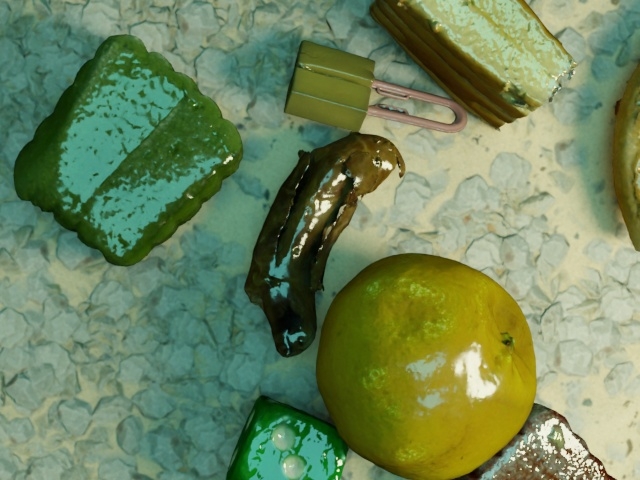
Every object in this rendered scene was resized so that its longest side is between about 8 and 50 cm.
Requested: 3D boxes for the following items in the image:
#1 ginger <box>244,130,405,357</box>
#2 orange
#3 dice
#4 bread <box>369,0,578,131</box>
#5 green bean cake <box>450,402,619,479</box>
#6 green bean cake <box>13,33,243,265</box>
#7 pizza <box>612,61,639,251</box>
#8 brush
[{"bbox_3d":[-0.010,-0.010,1.391,0.133,0.107,0.309,30,83,-2],"label":"ginger"},{"bbox_3d":[0.131,0.148,1.320,0.235,0.279,0.279,-12,90,37],"label":"orange"},{"bbox_3d":[-0.040,0.269,1.373,0.128,0.131,0.120,23,85,-3],"label":"dice"},{"bbox_3d":[0.183,-0.250,1.348,0.246,0.239,0.111,43,90,-5],"label":"bread"},{"bbox_3d":[0.275,0.336,1.405,0.198,0.097,0.233,-46,104,-7],"label":"green bean cake"},{"bbox_3d":[-0.241,-0.103,1.365,0.222,0.125,0.248,42,84,-2],"label":"green bean cake"},{"bbox_3d":[0.527,-0.161,1.440,0.277,0.114,0.409,20,88,-4],"label":"pizza"},{"bbox_3d":[0.075,-0.180,1.409,0.233,0.047,0.103,15,50,-7],"label":"brush"}]
